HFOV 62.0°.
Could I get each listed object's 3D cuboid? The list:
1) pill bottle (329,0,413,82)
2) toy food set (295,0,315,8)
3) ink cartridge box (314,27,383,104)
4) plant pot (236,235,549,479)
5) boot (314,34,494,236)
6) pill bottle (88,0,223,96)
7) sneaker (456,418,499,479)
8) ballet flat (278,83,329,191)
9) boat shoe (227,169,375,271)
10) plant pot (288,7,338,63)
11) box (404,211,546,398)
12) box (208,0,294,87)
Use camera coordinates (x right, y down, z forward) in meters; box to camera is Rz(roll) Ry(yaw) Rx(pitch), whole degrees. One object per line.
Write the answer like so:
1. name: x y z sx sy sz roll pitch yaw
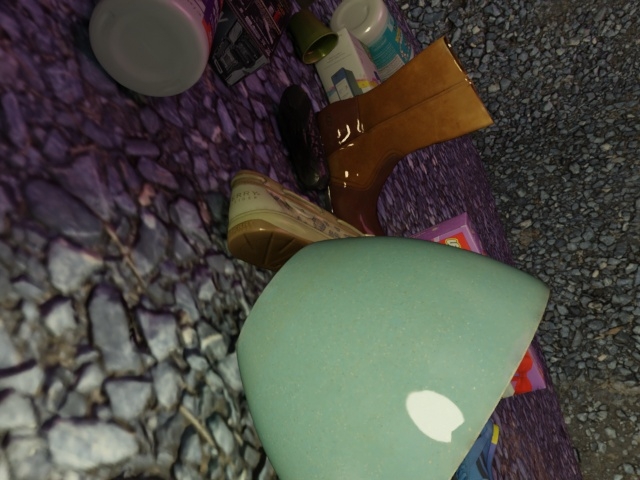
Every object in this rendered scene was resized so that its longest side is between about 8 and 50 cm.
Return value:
1. pill bottle: 0.145 -0.492 1.357 0.264 0.146 0.146 29 43 -54
2. toy food set: -0.086 -0.501 0.889 0.219 0.092 0.306 53 12 -15
3. ink cartridge box: 0.079 -0.312 1.123 0.154 0.093 0.212 -7 77 -66
4. plant pot: 0.039 0.109 0.492 0.195 0.290 0.290 33 19 15
5. boot: 0.131 -0.129 0.829 0.264 0.280 0.096 66 24 0
6. pill bottle: -0.158 -0.245 0.550 0.108 0.108 0.193 45 32 -39
7. sneaker: 0.247 0.374 0.899 0.082 0.069 0.209 31 37 2
8. ballet flat: -0.027 -0.156 0.817 0.049 0.057 0.173 18 58 -73
9. boat shoe: 0.000 0.000 0.659 0.285 0.105 0.089 30 45 -52
10. plant pot: -0.020 -0.400 1.027 0.079 0.083 0.083 57 23 8
11. box: 0.193 0.126 0.825 0.293 0.201 0.057 60 25 -14
12. box: -0.163 -0.395 0.717 0.307 0.077 0.242 52 27 -30
